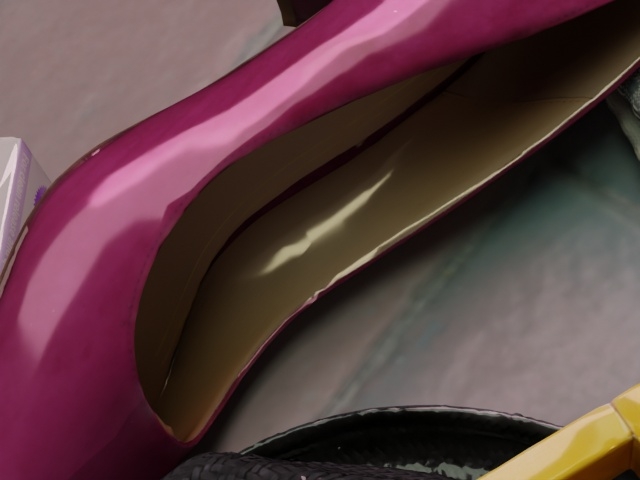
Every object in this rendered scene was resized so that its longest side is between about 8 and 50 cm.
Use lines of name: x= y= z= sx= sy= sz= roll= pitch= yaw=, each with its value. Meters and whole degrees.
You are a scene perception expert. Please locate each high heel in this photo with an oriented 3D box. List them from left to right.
high heel: x=0.000 y=0.000 z=0.709 sx=0.181 sy=0.127 sz=0.377 roll=20 pitch=73 yaw=28

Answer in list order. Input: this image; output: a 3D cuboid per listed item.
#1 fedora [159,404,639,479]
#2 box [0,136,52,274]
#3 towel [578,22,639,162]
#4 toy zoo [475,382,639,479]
fedora: x=0.030 y=0.169 z=0.587 sx=0.334 sy=0.152 sz=0.334 roll=-8 pitch=55 yaw=11
box: x=-0.164 y=0.105 z=0.741 sx=0.063 sy=0.067 sz=0.324 roll=-5 pitch=55 yaw=13
towel: x=0.298 y=-0.036 z=0.696 sx=0.312 sy=0.056 sz=0.324 roll=-21 pitch=45 yaw=-1
toy zoo: x=0.059 y=0.164 z=0.475 sx=0.293 sy=0.030 sz=0.192 roll=-30 pitch=63 yaw=-9
